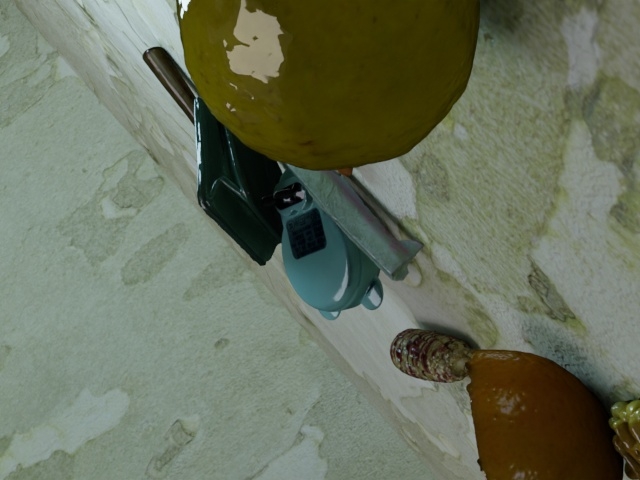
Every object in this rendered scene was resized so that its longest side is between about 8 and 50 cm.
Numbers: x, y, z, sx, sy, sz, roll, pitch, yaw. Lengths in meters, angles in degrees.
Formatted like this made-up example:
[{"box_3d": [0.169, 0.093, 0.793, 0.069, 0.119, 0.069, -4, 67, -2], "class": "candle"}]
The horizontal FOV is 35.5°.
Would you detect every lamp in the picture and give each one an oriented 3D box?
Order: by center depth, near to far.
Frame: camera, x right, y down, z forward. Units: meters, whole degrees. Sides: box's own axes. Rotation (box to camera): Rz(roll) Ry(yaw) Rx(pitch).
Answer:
[{"box_3d": [0.009, -0.004, 1.768, 0.209, 0.147, 0.284, -22, 102, 49], "class": "lamp"}]

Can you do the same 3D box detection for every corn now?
[{"box_3d": [0.212, 0.217, 1.877, 0.098, 0.098, 0.290, 52, 166, -10], "class": "corn"}]

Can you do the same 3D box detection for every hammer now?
[{"box_3d": [-0.255, -0.263, 2.196, 0.409, 0.095, 0.242, 56, 168, -2], "class": "hammer"}]

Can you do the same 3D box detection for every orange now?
[{"box_3d": [0.305, 0.314, 1.427, 0.274, 0.274, 0.310, 40, 131, 42], "class": "orange"}]

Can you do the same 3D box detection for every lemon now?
[{"box_3d": [0.004, -0.200, 0.865, 0.285, 0.285, 0.316, 46, -160, 19], "class": "lemon"}]

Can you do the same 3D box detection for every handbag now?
[{"box_3d": [-0.133, -0.109, 1.854, 0.326, 0.089, 0.238, 49, -151, -63], "class": "handbag"}]

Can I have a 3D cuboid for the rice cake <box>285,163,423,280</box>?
[{"box_3d": [0.053, -0.055, 1.655, 0.290, 0.081, 0.051, 47, -174, 18], "class": "rice cake"}]

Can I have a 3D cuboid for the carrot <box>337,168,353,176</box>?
[{"box_3d": [-0.001, -0.179, 1.517, 0.271, 0.066, 0.062, 66, -156, -62], "class": "carrot"}]

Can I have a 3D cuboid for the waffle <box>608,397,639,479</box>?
[{"box_3d": [0.482, 0.321, 1.253, 0.282, 0.058, 0.301, 53, 168, -18], "class": "waffle"}]
